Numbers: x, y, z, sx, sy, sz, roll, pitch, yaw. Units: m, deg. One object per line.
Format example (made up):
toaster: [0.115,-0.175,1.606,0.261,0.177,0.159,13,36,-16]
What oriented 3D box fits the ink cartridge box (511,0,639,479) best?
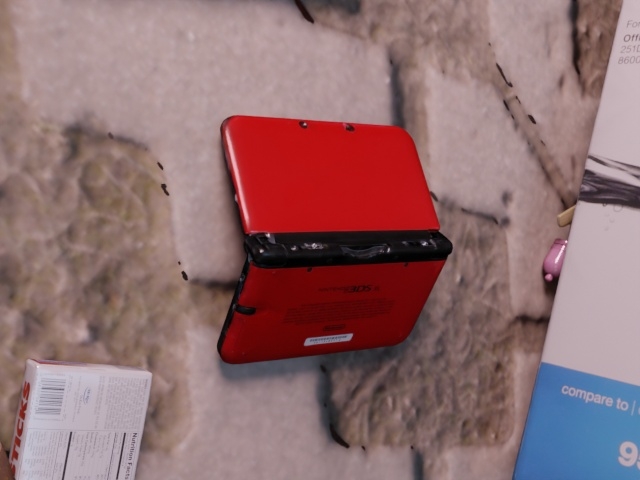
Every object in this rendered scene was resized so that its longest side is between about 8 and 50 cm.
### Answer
ink cartridge box: [0.327,0.022,0.647,0.285,0.166,0.395,17,85,-43]

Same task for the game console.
game console: [0.000,0.000,0.527,0.144,0.085,0.124,-1,127,-34]

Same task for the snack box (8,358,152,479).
snack box: [-0.135,0.153,0.443,0.064,0.022,0.178,11,89,-36]

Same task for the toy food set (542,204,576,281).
toy food set: [0.204,0.025,0.669,0.077,0.019,0.122,-26,116,-30]

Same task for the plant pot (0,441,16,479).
plant pot: [-0.204,0.058,0.312,0.166,0.167,0.165,-15,95,-33]
